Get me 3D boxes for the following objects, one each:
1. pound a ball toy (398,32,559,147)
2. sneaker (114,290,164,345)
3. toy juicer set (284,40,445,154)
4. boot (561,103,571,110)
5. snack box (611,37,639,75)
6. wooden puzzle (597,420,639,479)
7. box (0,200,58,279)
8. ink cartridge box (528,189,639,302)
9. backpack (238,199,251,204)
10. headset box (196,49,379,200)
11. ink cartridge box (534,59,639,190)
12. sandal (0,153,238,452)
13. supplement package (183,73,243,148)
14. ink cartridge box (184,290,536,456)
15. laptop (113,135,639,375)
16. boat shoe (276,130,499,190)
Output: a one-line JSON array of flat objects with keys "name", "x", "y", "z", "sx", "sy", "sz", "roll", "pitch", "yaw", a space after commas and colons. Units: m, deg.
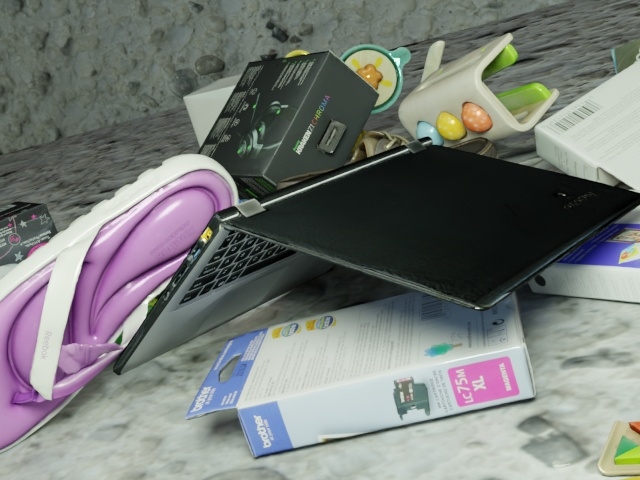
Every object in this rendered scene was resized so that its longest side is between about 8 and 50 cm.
[{"name": "pound a ball toy", "x": 0.273, "y": -0.187, "z": 1.556, "sx": 0.136, "sy": 0.208, "sz": 0.319, "roll": -47, "pitch": 12, "yaw": -16}, {"name": "sneaker", "x": -0.221, "y": 0.068, "z": 1.230, "sx": 0.296, "sy": 0.123, "sz": 0.109, "roll": -13, "pitch": 53, "yaw": 31}, {"name": "toy juicer set", "x": 0.096, "y": -0.273, "z": 1.886, "sx": 0.329, "sy": 0.209, "sz": 0.089, "roll": -7, "pitch": 0, "yaw": -5}, {"name": "boot", "x": 0.435, "y": -0.194, "z": 1.586, "sx": 0.106, "sy": 0.037, "sz": 0.114, "roll": -13, "pitch": 22, "yaw": 23}, {"name": "snack box", "x": 0.644, "y": -0.328, "z": 1.550, "sx": 0.187, "sy": 0.060, "sz": 0.322, "roll": -9, "pitch": -3, "yaw": -28}, {"name": "wooden puzzle", "x": 0.245, "y": 0.150, "z": 0.718, "sx": 0.079, "sy": 0.014, "sz": 0.116, "roll": -9, "pitch": 18, "yaw": 26}, {"name": "box", "x": -0.580, "y": 0.043, "z": 1.672, "sx": 0.247, "sy": 0.142, "sz": 0.163, "roll": -27, "pitch": 18, "yaw": -31}, {"name": "ink cartridge box", "x": 0.323, "y": -0.001, "z": 1.061, "sx": 0.206, "sy": 0.045, "sz": 0.208, "roll": -29, "pitch": 22, "yaw": -33}, {"name": "backpack", "x": -0.148, "y": -0.014, "z": 1.464, "sx": 0.173, "sy": 0.116, "sz": 0.158, "roll": -24, "pitch": 18, "yaw": -29}, {"name": "headset box", "x": -0.062, "y": -0.183, "z": 1.683, "sx": 0.283, "sy": 0.131, "sz": 0.246, "roll": 6, "pitch": 65, "yaw": 54}, {"name": "ink cartridge box", "x": 0.466, "y": -0.148, "z": 1.296, "sx": 0.275, "sy": 0.060, "sz": 0.239, "roll": -32, "pitch": 45, "yaw": -13}, {"name": "sandal", "x": -0.243, "y": 0.071, "z": 1.042, "sx": 0.416, "sy": 0.169, "sz": 0.102, "roll": -48, "pitch": 43, "yaw": -6}, {"name": "supplement package", "x": -0.133, "y": -0.230, "z": 1.977, "sx": 0.194, "sy": 0.203, "sz": 0.149, "roll": -7, "pitch": 20, "yaw": 29}, {"name": "ink cartridge box", "x": 0.041, "y": 0.118, "z": 0.941, "sx": 0.311, "sy": 0.065, "sz": 0.186, "roll": -12, "pitch": 17, "yaw": 11}, {"name": "laptop", "x": 0.060, "y": 0.043, "z": 1.029, "sx": 0.382, "sy": 0.236, "sz": 0.408, "roll": -23, "pitch": -22, "yaw": -50}, {"name": "boat shoe", "x": 0.099, "y": -0.092, "z": 1.428, "sx": 0.356, "sy": 0.130, "sz": 0.132, "roll": -23, "pitch": 18, "yaw": -16}]
